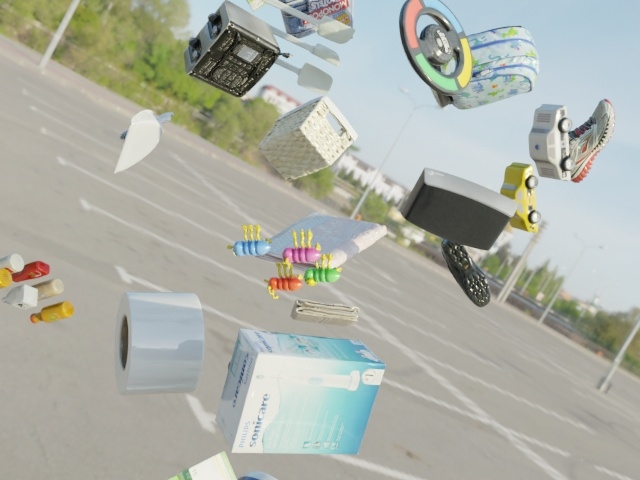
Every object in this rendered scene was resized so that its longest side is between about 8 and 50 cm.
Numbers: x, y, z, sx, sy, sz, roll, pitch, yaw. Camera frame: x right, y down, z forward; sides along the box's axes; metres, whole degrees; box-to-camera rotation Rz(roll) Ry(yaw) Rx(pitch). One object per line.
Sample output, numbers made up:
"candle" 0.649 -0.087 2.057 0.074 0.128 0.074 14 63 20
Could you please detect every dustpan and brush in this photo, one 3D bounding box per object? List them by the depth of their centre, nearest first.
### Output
"dustpan and brush" -0.386 -0.245 1.590 0.060 0.147 0.211 42 38 12

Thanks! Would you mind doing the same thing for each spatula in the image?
"spatula" -0.058 -0.461 1.661 0.242 0.168 0.019 27 19 11

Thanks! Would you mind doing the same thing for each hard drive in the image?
"hard drive" 0.345 -0.070 1.781 0.254 0.172 0.054 21 40 -6

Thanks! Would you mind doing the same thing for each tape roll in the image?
"tape roll" -0.388 0.244 1.699 0.169 0.246 0.246 3 17 -25

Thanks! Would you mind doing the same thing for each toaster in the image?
"toaster" -0.194 -0.428 1.610 0.185 0.168 0.110 18 42 -42

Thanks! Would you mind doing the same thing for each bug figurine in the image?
"bug figurine" -0.076 0.056 1.651 0.216 0.072 0.279 -5 -30 22

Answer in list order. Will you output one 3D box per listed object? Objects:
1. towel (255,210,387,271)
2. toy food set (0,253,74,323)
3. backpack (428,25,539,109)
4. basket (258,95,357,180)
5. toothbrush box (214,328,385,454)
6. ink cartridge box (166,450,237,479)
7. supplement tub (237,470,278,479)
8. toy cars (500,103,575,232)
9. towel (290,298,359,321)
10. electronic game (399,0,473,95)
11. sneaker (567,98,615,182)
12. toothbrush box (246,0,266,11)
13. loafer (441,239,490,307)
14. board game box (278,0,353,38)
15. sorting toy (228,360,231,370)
"towel" 0.000 0.000 2.330 0.317 0.053 0.332 13 32 38
"toy food set" -0.660 0.107 1.567 0.232 0.104 0.111 42 36 -59
"backpack" 0.541 -0.573 2.362 0.273 0.355 0.290 68 9 22
"basket" -0.030 -0.200 1.431 0.113 0.103 0.167 48 -33 -21
"toothbrush box" -0.043 0.316 1.470 0.295 0.216 0.126 8 14 -28
"ink cartridge box" -0.277 0.596 1.595 0.235 0.056 0.171 -9 70 -55
"supplement tub" -0.207 0.769 1.792 0.228 0.228 0.316 31 45 18
"toy cars" 0.528 -0.168 1.795 0.087 0.394 0.176 -15 58 -20
"towel" 0.010 0.210 2.065 0.187 0.049 0.282 9 -12 -4
"electronic game" 0.250 -0.420 1.523 0.229 0.229 0.048 27 -29 -34
"sneaker" 0.666 -0.254 1.802 0.092 0.225 0.088 20 27 -5
"toothbrush box" -0.146 -0.865 2.146 0.122 0.283 0.206 61 5 29
"loafer" 0.411 0.087 2.013 0.223 0.076 0.078 58 -3 -9
"board game box" 0.004 -0.561 1.708 0.060 0.194 0.194 48 -19 48
"sorting toy" -0.263 0.424 2.237 0.042 0.102 0.061 2 -29 -20
